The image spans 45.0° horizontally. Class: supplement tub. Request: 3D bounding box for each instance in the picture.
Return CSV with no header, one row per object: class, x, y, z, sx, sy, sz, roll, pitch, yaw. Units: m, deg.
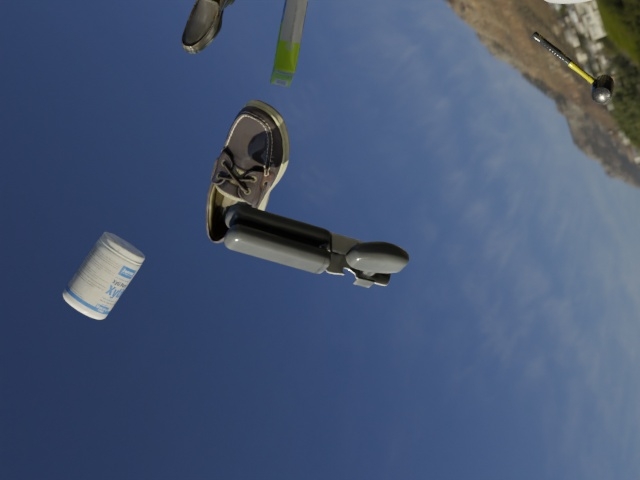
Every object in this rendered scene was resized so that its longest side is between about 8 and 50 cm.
supplement tub,-0.302,0.049,1.077,0.107,0.071,0.071,-56,-40,1

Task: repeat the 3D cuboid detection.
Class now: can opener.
can opener,0.000,0.000,1.165,0.284,0.095,0.075,16,-128,-24

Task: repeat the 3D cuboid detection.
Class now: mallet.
mallet,0.480,-0.336,1.465,0.190,0.039,0.062,42,-137,2

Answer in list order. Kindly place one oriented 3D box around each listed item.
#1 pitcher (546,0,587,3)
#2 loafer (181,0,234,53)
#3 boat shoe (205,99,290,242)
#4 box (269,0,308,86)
pitcher,0.293,-0.347,0.761,0.126,0.207,0.177,5,-110,-40
loafer,-0.198,-0.407,1.350,0.061,0.062,0.170,62,-129,-73
boat shoe,-0.126,-0.097,1.242,0.103,0.285,0.092,32,-131,5
box,-0.053,-0.372,1.367,0.109,0.043,0.178,167,113,-83
